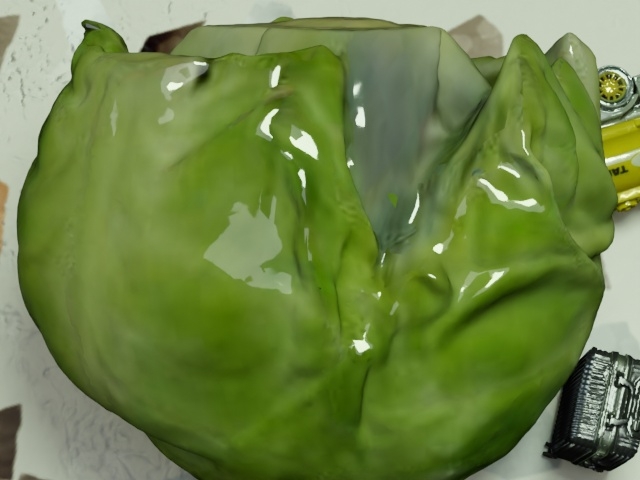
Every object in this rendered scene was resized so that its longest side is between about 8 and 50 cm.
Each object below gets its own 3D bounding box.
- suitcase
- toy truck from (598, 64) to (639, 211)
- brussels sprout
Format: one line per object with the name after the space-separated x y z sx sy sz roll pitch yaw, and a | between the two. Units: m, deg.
0.218 0.135 1.090 0.059 0.126 0.086 13 75 5 | suitcase
0.273 -0.088 1.170 0.226 0.098 0.114 -18 78 -1 | toy truck
0.001 0.016 1.038 0.425 0.342 0.361 2 101 7 | brussels sprout
